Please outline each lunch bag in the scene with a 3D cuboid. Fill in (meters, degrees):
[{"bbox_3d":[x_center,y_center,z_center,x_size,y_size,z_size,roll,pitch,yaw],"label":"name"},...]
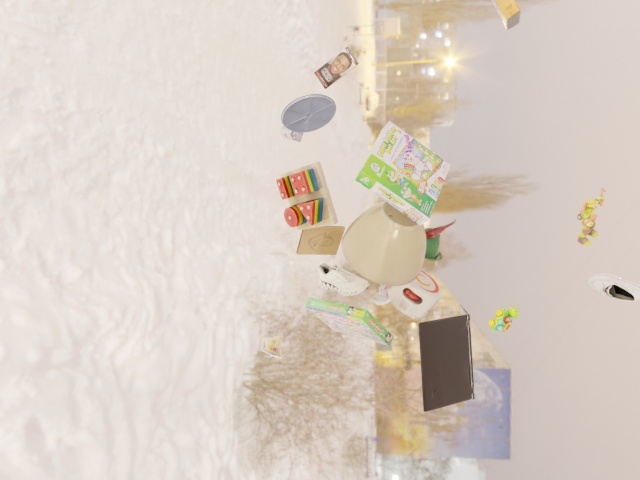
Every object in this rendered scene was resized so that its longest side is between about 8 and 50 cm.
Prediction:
[{"bbox_3d":[-0.127,-0.451,2.119,0.083,0.071,0.053,9,104,-57],"label":"lunch bag"}]

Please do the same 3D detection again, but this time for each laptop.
[{"bbox_3d":[0.565,0.518,2.277,0.408,0.236,0.383,-16,103,-81],"label":"laptop"}]

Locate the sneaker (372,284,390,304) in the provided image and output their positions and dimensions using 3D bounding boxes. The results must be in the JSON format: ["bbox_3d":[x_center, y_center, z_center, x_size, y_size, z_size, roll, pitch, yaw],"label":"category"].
[{"bbox_3d":[0.322,0.202,2.347,0.252,0.111,0.103,-47,-168,27],"label":"sneaker"}]

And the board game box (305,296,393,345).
[{"bbox_3d":[0.111,0.321,2.006,0.213,0.317,0.046,45,64,-36],"label":"board game box"}]

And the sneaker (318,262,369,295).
[{"bbox_3d":[0.098,0.179,2.339,0.110,0.292,0.119,-36,122,-39],"label":"sneaker"}]

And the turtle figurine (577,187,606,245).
[{"bbox_3d":[1.137,-0.088,2.126,0.269,0.087,0.218,-47,136,-36],"label":"turtle figurine"}]

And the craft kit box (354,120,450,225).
[{"bbox_3d":[0.256,-0.209,1.525,0.250,0.246,0.061,-62,-174,-34],"label":"craft kit box"}]

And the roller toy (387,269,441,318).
[{"bbox_3d":[0.373,0.212,2.021,0.146,0.209,0.191,-57,-147,27],"label":"roller toy"}]

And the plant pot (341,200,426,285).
[{"bbox_3d":[0.231,-0.020,1.634,0.284,0.283,0.191,-83,-169,-47],"label":"plant pot"}]

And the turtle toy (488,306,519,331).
[{"bbox_3d":[0.719,0.309,1.957,0.130,0.066,0.095,-55,146,8],"label":"turtle toy"}]

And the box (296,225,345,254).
[{"bbox_3d":[0.000,0.000,2.315,0.021,0.201,0.165,-115,-147,-48],"label":"box"}]

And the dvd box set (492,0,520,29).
[{"bbox_3d":[0.676,-1.062,2.006,0.421,0.062,0.307,61,25,-2],"label":"dvd box set"}]

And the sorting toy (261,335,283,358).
[{"bbox_3d":[-0.175,0.379,1.783,0.045,0.075,0.083,-41,-144,42],"label":"sorting toy"}]

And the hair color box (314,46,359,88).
[{"bbox_3d":[0.054,-0.595,1.729,0.072,0.141,0.043,53,32,-10],"label":"hair color box"}]

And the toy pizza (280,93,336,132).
[{"bbox_3d":[-0.043,-0.454,1.768,0.201,0.201,0.032,73,3,-67],"label":"toy pizza"}]

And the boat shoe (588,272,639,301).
[{"bbox_3d":[1.261,0.204,2.159,0.258,0.084,0.095,12,-63,66],"label":"boat shoe"}]

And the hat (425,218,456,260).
[{"bbox_3d":[0.396,-0.041,1.810,0.172,0.208,0.184,-13,125,-53],"label":"hat"}]

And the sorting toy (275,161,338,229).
[{"bbox_3d":[-0.074,-0.167,2.054,0.089,0.257,0.256,-23,100,-37],"label":"sorting toy"}]
